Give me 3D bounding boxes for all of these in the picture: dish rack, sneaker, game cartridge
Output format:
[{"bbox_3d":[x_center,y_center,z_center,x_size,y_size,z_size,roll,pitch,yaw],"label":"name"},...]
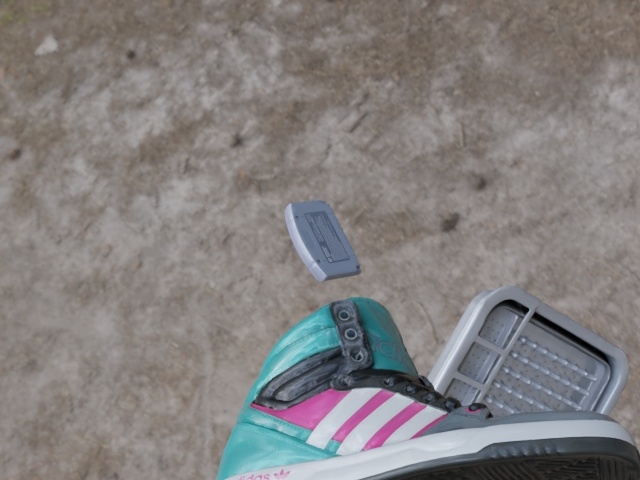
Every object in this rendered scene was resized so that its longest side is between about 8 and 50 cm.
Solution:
[{"bbox_3d":[0.273,0.228,1.312,0.285,0.333,0.072,-62,31,0],"label":"dish rack"},{"bbox_3d":[0.067,0.119,0.664,0.296,0.123,0.178,-11,44,16],"label":"sneaker"},{"bbox_3d":[0.000,0.000,0.864,0.017,0.056,0.083,-45,62,40],"label":"game cartridge"}]
